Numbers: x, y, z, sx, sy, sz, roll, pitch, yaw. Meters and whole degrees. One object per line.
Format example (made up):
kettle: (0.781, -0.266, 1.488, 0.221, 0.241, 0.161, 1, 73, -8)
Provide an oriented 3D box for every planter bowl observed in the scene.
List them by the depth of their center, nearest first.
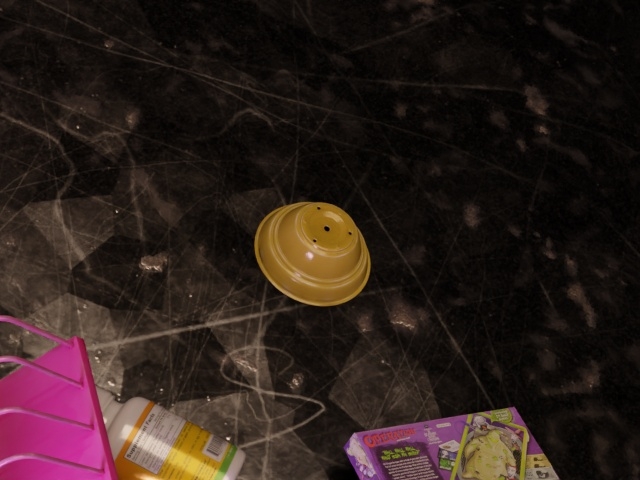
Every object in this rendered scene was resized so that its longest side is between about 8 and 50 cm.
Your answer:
planter bowl: (0.000, 0.000, 1.931, 0.217, 0.090, 0.217, 11, 53, -14)

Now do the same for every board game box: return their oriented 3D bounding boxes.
board game box: (0.225, 0.374, 1.726, 0.347, 0.056, 0.208, -2, 52, -35)

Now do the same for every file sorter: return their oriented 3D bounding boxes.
file sorter: (-0.418, 0.275, 1.455, 0.182, 0.202, 0.290, 37, 26, -56)

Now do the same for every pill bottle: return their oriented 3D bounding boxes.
pill bottle: (-0.245, 0.312, 1.590, 0.246, 0.136, 0.136, 28, 52, 0)
